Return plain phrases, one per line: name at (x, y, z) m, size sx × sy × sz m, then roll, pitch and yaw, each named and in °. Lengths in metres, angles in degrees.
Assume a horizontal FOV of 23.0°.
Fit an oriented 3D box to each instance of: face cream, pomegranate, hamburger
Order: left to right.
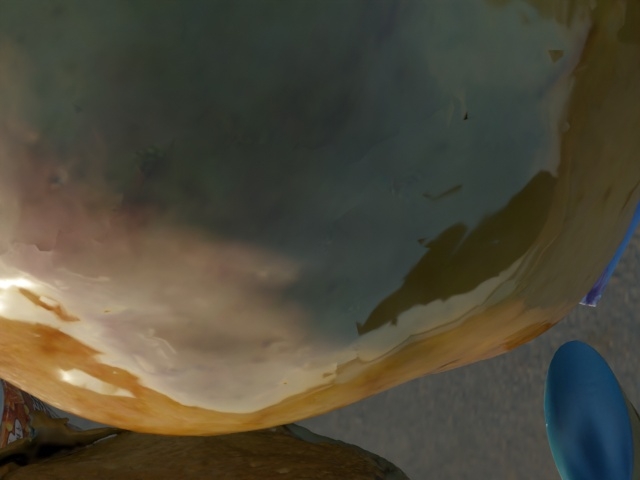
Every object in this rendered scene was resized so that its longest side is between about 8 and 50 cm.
hamburger at (-0.086, 0.207, 1.045) m, size 0.319 × 0.318 × 0.158 m, roll 7°, pitch 102°, yaw 8°
pomegranate at (-0.052, -0.111, 0.687) m, size 0.411 × 0.411 × 0.411 m, roll 5°, pitch 121°, yaw 9°
face cream at (0.249, 0.207, 1.257) m, size 0.067 × 0.139 × 0.285 m, roll -17°, pitch 138°, yaw 17°

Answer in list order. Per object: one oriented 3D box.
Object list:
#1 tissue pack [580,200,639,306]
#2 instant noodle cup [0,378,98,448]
tissue pack at (0.296, -0.078, 1.927) m, size 0.198 × 0.146 × 0.263 m, roll 31°, pitch 100°, yaw 31°
instant noodle cup at (-0.337, 0.226, 1.465) m, size 0.250 × 0.250 × 0.192 m, roll -8°, pitch 141°, yaw 16°
